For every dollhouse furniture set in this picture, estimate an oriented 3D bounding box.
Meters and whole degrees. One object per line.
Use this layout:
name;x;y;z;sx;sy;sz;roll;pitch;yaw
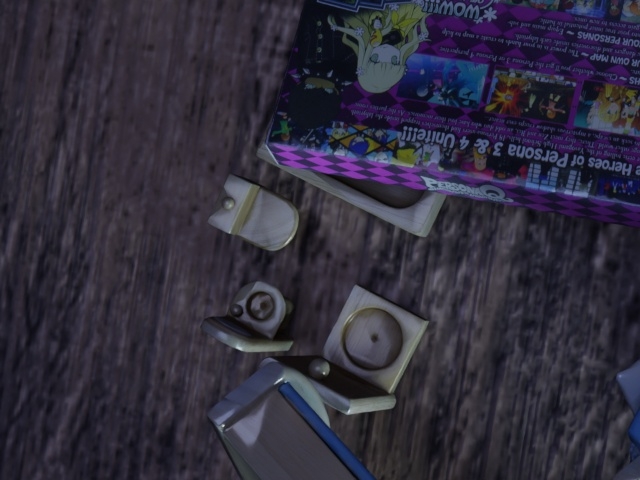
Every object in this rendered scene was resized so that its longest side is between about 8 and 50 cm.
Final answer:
dollhouse furniture set;0.000;0.000;1.108;0.144;0.123;0.151;27;94;14
dollhouse furniture set;0.138;0.112;1.021;0.303;0.286;0.198;-37;63;-11

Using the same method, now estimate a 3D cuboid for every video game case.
video game case;0.105;-0.126;1.103;0.232;0.042;0.210;10;73;14
